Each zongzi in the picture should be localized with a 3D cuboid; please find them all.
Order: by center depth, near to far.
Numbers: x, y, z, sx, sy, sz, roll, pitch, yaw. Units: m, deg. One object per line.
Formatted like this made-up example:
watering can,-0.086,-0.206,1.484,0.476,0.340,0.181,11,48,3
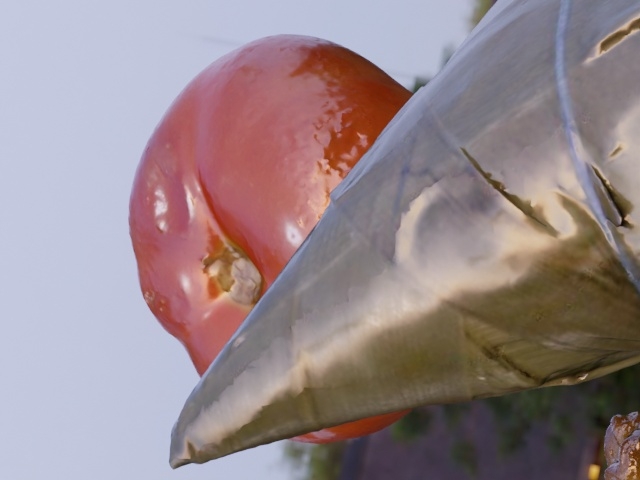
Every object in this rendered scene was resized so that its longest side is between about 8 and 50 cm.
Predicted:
zongzi,0.114,-0.066,0.870,0.174,0.393,0.356,58,-160,-27

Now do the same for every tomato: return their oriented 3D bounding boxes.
tomato,0.003,0.002,1.113,0.180,0.260,0.260,-24,-45,-34

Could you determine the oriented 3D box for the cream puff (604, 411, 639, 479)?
cream puff,0.239,0.143,1.145,0.122,0.116,0.094,-8,-36,-44
